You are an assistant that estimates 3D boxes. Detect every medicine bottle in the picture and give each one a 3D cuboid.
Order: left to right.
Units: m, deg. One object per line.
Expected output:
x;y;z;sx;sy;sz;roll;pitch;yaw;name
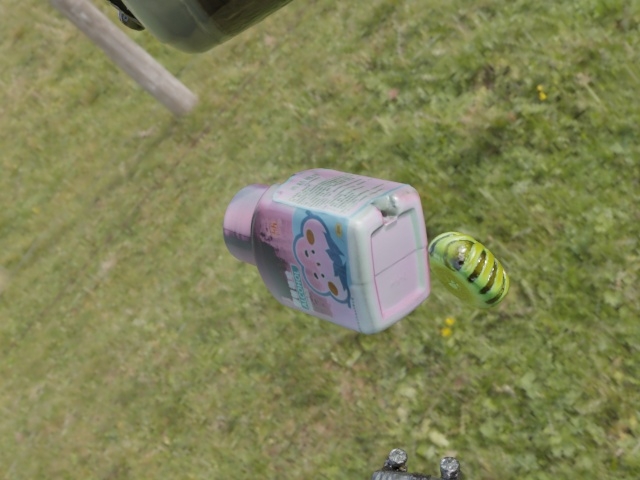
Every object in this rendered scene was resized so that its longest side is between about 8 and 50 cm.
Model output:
0.000;0.000;0.869;0.188;0.119;0.094;15;35;43;medicine bottle

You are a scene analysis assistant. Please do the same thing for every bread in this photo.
0.214;0.040;1.389;0.071;0.139;0.130;-48;26;-7;bread

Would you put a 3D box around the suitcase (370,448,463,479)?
0.095;0.413;1.110;0.128;0.202;0.312;6;32;16;suitcase

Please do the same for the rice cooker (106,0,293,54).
-0.099;-0.349;0.828;0.325;0.335;0.335;-28;34;7;rice cooker
